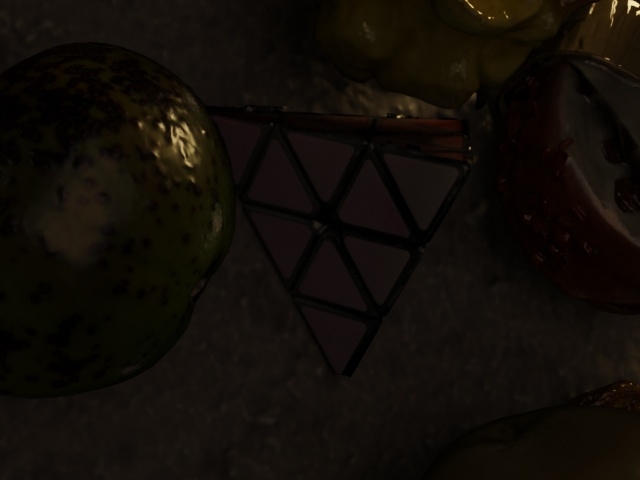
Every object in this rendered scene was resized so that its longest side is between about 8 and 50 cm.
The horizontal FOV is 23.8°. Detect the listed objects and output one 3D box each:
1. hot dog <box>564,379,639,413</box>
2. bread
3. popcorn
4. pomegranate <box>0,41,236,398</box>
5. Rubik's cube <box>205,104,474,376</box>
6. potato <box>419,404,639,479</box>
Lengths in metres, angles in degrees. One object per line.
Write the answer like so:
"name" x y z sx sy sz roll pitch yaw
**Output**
"hot dog" 0.212 0.133 1.114 0.083 0.035 0.058 -13 93 -27
"bread" 0.228 -0.055 1.095 0.224 0.142 0.212 24 64 -16
"popcorn" 0.107 -0.218 1.002 0.286 0.252 0.215 -45 129 -15
"pomegranate" -0.171 -0.031 0.869 0.248 0.214 0.214 35 68 7
"Rubik's cube" 0.000 0.000 1.025 0.190 0.211 0.178 11 100 7
"potato" 0.185 0.234 0.986 0.326 0.221 0.243 14 67 -14
